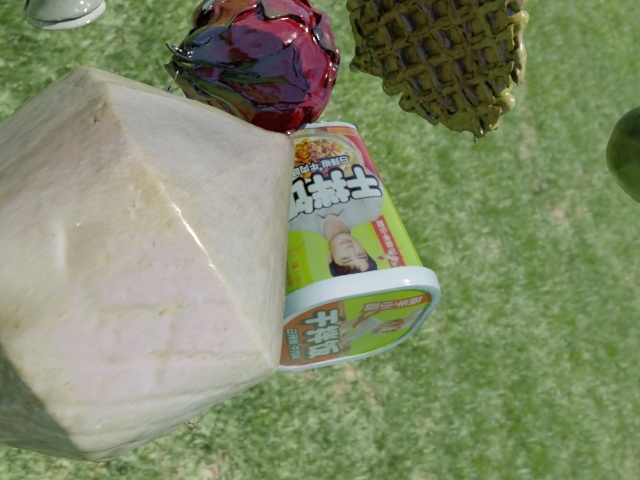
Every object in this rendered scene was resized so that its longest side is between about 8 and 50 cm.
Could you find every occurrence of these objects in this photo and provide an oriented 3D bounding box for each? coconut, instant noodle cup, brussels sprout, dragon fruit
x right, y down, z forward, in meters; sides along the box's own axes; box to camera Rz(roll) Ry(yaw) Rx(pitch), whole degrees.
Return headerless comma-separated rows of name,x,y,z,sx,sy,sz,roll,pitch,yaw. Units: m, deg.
coconut,-0.156,0.008,0.756,0.329,0.328,0.329,37,45,-48
instant noodle cup,0.000,0.000,1.430,0.294,0.294,0.308,24,42,-55
brussels sprout,0.451,-0.129,1.262,0.122,0.151,0.149,39,15,-3
dragon fruit,-0.101,-0.234,1.301,0.293,0.234,0.234,-24,97,-37

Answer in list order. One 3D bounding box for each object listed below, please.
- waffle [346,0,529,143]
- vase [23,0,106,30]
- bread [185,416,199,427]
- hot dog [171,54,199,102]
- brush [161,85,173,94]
waffle,0.133,-0.245,1.095,0.052,0.245,0.254,-39,147,-36
vase,-0.383,-0.457,1.294,0.173,0.173,0.321,-72,161,-47
bread,-0.286,0.174,1.339,0.251,0.133,0.174,40,25,-38
hot dog,-0.166,-0.283,1.647,0.075,0.144,0.268,47,5,24
brush,-0.266,-0.208,1.595,0.297,0.060,0.068,-123,-162,-69
